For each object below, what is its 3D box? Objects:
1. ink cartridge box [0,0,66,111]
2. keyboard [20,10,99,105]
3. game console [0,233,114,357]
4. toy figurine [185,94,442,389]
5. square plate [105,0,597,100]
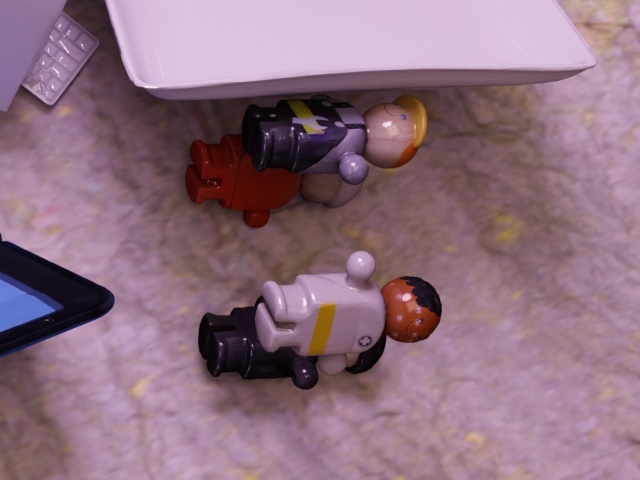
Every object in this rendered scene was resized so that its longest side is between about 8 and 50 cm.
[{"bbox_3d":[-0.298,-0.231,1.320,0.232,0.168,0.171,16,60,-18],"label":"ink cartridge box"},{"bbox_3d":[-0.292,-0.208,1.429,0.256,0.014,0.072,38,70,-10],"label":"keyboard"},{"bbox_3d":[-0.332,-0.007,1.253,0.293,0.173,0.250,-22,89,-39],"label":"game console"},{"bbox_3d":[0.000,0.000,1.373,0.148,0.209,0.213,-1,79,-23],"label":"toy figurine"},{"bbox_3d":[-0.009,-0.203,1.413,0.347,0.049,0.344,-4,39,-17],"label":"square plate"}]
